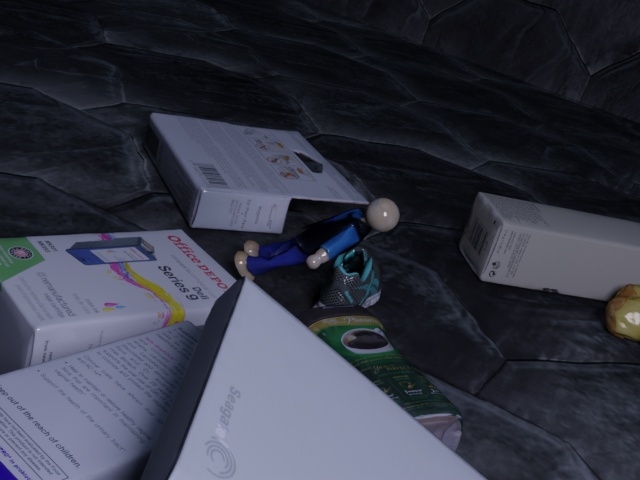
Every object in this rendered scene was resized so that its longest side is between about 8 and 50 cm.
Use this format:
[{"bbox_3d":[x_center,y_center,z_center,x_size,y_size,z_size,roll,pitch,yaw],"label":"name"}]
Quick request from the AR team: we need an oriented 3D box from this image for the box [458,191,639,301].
[{"bbox_3d":[0.344,0.014,1.255,0.275,0.094,0.113,11,24,-14],"label":"box"}]

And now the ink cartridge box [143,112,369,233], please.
[{"bbox_3d":[-0.098,-0.094,1.250,0.239,0.060,0.275,5,25,-27],"label":"ink cartridge box"}]

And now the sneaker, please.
[{"bbox_3d":[0.042,0.039,1.023,0.065,0.076,0.166,20,23,6],"label":"sneaker"}]

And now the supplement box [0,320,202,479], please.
[{"bbox_3d":[-0.147,0.148,0.611,0.114,0.111,0.220,31,28,30],"label":"supplement box"}]

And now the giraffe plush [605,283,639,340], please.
[{"bbox_3d":[0.492,0.069,1.132,0.210,0.170,0.181,28,26,26],"label":"giraffe plush"}]

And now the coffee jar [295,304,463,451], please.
[{"bbox_3d":[0.041,0.131,0.813,0.096,0.079,0.184,-1,30,-28],"label":"coffee jar"}]

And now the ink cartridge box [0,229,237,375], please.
[{"bbox_3d":[-0.186,0.064,0.797,0.212,0.093,0.154,-2,28,-39],"label":"ink cartridge box"}]

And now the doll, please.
[{"bbox_3d":[0.000,0.000,0.992,0.189,0.046,0.129,-19,15,18],"label":"doll"}]

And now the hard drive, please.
[{"bbox_3d":[0.038,0.177,0.560,0.307,0.040,0.203,42,26,-15],"label":"hard drive"}]
